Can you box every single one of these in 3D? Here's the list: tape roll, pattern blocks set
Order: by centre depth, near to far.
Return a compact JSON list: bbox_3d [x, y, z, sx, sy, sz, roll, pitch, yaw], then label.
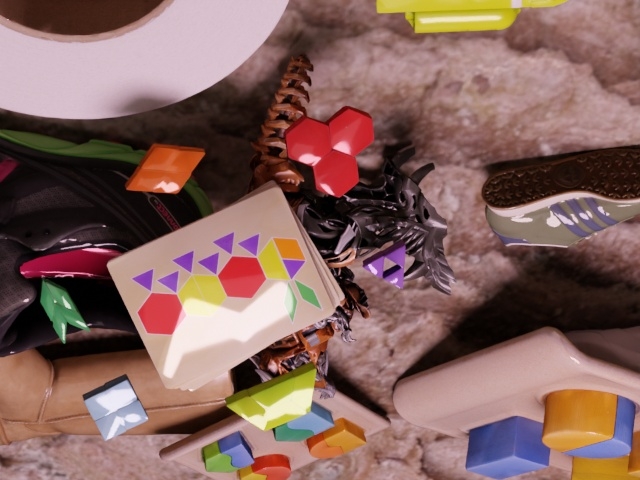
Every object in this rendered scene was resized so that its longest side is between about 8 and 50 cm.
[{"bbox_3d":[-0.210,-0.264,1.595,0.392,0.072,0.392,-1,136,-1],"label":"tape roll"},{"bbox_3d":[-0.082,0.039,1.713,0.324,0.026,0.285,-17,109,-5],"label":"pattern blocks set"}]

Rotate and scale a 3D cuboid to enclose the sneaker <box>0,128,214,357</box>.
[{"bbox_3d":[-0.331,-0.005,1.758,0.482,0.202,0.185,5,134,-8],"label":"sneaker"}]

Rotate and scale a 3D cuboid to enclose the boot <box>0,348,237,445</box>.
[{"bbox_3d":[-0.227,0.131,1.990,0.269,0.089,0.236,-4,148,2],"label":"boot"}]

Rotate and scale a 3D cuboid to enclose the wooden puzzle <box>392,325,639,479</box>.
[{"bbox_3d":[0.289,0.213,2.018,0.347,0.080,0.322,24,155,-22],"label":"wooden puzzle"}]

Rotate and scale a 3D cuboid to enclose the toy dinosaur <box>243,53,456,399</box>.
[{"bbox_3d":[0.000,0.000,1.790,0.218,0.164,0.322,-8,130,-10],"label":"toy dinosaur"}]

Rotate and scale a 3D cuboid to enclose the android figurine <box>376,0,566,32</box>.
[{"bbox_3d":[0.129,-0.273,1.615,0.272,0.056,0.248,-4,135,2],"label":"android figurine"}]

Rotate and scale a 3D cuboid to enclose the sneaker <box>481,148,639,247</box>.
[{"bbox_3d":[0.254,-0.035,1.866,0.192,0.064,0.086,-7,143,4],"label":"sneaker"}]

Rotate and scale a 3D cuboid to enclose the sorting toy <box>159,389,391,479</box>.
[{"bbox_3d":[-0.044,0.218,2.057,0.193,0.038,0.208,-27,154,18],"label":"sorting toy"}]

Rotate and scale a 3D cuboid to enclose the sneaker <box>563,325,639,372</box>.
[{"bbox_3d":[0.344,0.115,2.012,0.212,0.094,0.080,3,127,29],"label":"sneaker"}]
